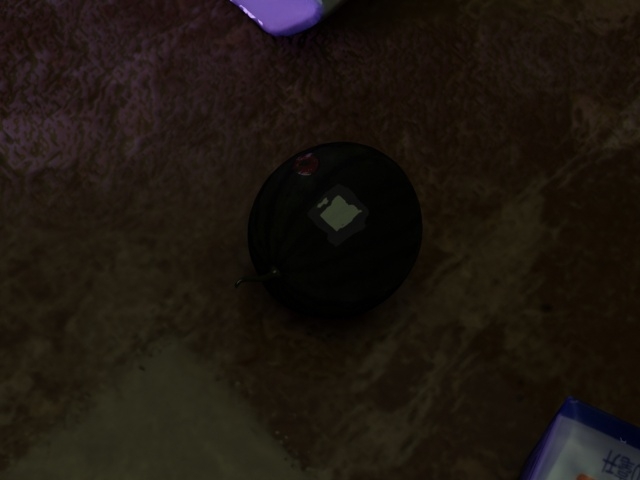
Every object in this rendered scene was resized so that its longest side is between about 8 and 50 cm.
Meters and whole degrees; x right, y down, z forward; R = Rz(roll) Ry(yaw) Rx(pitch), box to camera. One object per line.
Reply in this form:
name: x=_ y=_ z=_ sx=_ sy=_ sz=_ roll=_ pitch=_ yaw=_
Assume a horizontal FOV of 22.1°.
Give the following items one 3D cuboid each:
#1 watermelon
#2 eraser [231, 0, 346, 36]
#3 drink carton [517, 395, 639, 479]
watermelon: x=0.000 y=0.000 z=0.986 sx=0.133 sy=0.105 sz=0.105 roll=-33 pitch=72 yaw=-30
eraser: x=0.058 y=-0.317 z=1.156 sx=0.213 sy=0.082 sz=0.397 roll=43 pitch=68 yaw=13
drink carton: x=0.123 y=0.257 z=0.885 sx=0.131 sy=0.106 sz=0.315 roll=24 pitch=66 yaw=7
